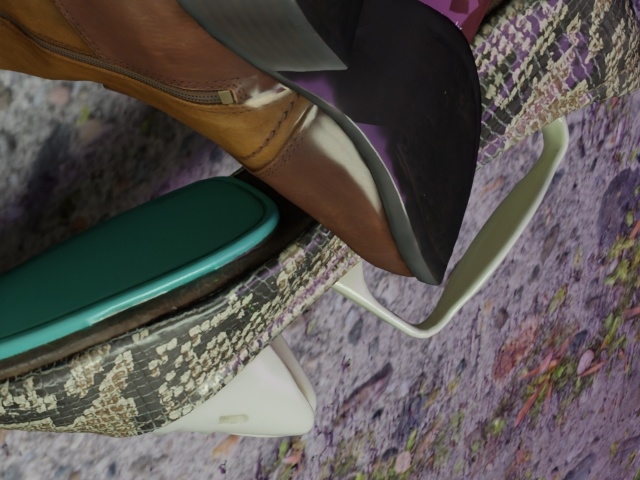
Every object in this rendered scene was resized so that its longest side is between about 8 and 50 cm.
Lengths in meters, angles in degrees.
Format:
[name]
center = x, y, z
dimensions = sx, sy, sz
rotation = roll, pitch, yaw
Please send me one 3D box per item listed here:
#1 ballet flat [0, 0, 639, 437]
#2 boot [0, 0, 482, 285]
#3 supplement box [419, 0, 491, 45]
[ballet flat]
center = 0.000, 0.000, 0.772
dimensions = 0.483, 0.164, 0.182
rotation = -37, 113, -9
[boot]
center = -0.086, -0.070, 0.593
dimensions = 0.264, 0.280, 0.096
rotation = 40, 61, -57
[supplement box]
center = 0.013, -0.208, 0.674
dimensions = 0.129, 0.191, 0.194
rotation = 22, 96, -32
